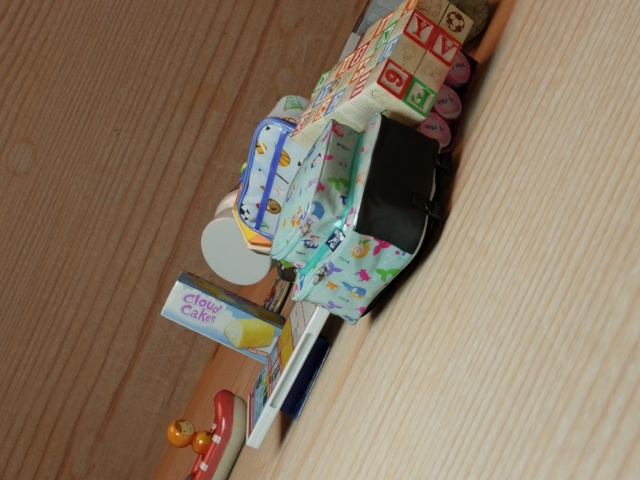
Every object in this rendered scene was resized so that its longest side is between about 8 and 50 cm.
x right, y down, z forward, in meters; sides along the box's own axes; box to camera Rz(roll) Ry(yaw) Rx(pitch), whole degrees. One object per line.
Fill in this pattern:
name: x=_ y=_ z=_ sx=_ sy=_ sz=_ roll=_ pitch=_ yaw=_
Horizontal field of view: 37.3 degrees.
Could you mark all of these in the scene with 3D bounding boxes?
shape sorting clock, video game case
shape sorting clock: x=-0.120 y=0.149 z=2.402 sx=0.206 sy=0.040 sz=0.206 roll=-155 pitch=90 yaw=-83
video game case: x=-0.050 y=0.180 z=1.565 sx=0.285 sy=0.025 sz=0.204 roll=-63 pitch=9 yaw=10

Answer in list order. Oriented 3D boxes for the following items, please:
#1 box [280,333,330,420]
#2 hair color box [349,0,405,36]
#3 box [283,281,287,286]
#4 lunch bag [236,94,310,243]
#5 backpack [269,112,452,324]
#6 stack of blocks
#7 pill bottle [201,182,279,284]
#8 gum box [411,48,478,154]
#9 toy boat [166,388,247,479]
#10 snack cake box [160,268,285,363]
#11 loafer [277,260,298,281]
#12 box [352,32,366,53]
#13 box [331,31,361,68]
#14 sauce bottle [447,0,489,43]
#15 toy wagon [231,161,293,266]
box: x=-0.037 y=0.215 z=1.604 sx=0.137 sy=0.036 sz=0.225 roll=-65 pitch=8 yaw=-1
hair color box: x=0.179 y=-0.612 z=2.518 sx=0.374 sy=0.113 sz=0.185 roll=-57 pitch=11 yaw=45
box: x=-0.024 y=0.019 z=2.131 sx=0.109 sy=0.042 sz=0.178 roll=-76 pitch=12 yaw=-63
lunch bag: x=-0.028 y=-0.099 z=1.674 sx=0.115 sy=0.243 sz=0.303 roll=-61 pitch=-5 yaw=-42
backpack: x=0.041 y=-0.020 z=1.271 sx=0.254 sy=0.191 sz=0.225 roll=114 pitch=172 yaw=-48
stack of blocks: x=0.080 y=-0.230 z=1.388 sx=0.297 sy=0.087 sz=0.171 roll=-20 pitch=40 yaw=64
pill bottle: x=-0.123 y=-0.060 z=2.209 sx=0.204 sy=0.204 sz=0.361 roll=-60 pitch=-4 yaw=37
gum box: x=0.153 y=-0.185 z=1.369 sx=0.107 sy=0.062 sz=0.188 roll=-32 pitch=31 yaw=52
toy boat: x=-0.245 y=0.414 z=1.961 sx=0.231 sy=0.151 sz=0.151 roll=-65 pitch=7 yaw=-3
snack cake box: x=-0.213 y=0.168 z=2.109 sx=0.089 sy=0.264 sz=0.152 roll=-63 pitch=7 yaw=7
loafer: x=0.000 y=0.000 z=1.966 sx=0.220 sy=0.078 sz=0.080 roll=-59 pitch=-38 yaw=-8
box: x=0.093 y=-0.238 z=1.730 sx=0.127 sy=0.148 sz=0.232 roll=-87 pitch=22 yaw=-71
box: x=0.105 y=-0.443 z=2.417 sx=0.170 sy=0.130 sz=0.091 roll=166 pitch=128 yaw=-80
sauce bottle: x=0.195 y=-0.373 z=1.602 sx=0.111 sy=0.111 sz=0.344 roll=-64 pitch=7 yaw=6
toy wagon: x=-0.028 y=-0.120 z=1.937 sx=0.344 sy=0.068 sz=0.267 roll=-38 pitch=53 yaw=16
